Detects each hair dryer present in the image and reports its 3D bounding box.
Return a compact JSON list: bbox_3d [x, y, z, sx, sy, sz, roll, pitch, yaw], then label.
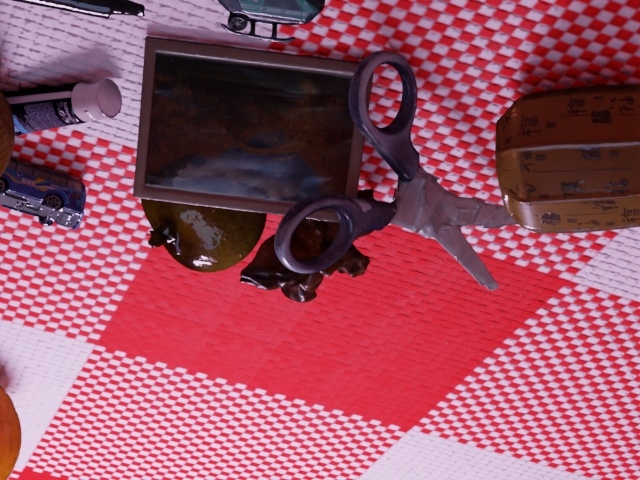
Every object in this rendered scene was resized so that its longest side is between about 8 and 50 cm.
[{"bbox_3d":[-0.300,-0.269,1.604,0.256,0.070,0.128,7,147,-14],"label":"hair dryer"}]

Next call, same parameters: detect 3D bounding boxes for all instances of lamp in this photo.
[{"bbox_3d":[0.283,-0.087,1.682,0.185,0.161,0.161,-5,145,17],"label":"lamp"}]

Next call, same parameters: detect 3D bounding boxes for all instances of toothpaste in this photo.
[{"bbox_3d":[-0.319,-0.151,1.798,0.194,0.045,0.071,-6,137,30],"label":"toothpaste"}]

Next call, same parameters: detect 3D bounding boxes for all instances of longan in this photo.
[{"bbox_3d":[-0.141,-0.036,1.821,0.155,0.176,0.145,39,142,5],"label":"longan"}]

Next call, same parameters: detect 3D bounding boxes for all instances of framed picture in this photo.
[{"bbox_3d":[-0.076,-0.119,1.721,0.250,0.016,0.184,8,107,0],"label":"framed picture"}]

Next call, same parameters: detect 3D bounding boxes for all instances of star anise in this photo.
[{"bbox_3d":[-0.003,0.001,1.835,0.111,0.212,0.196,27,156,16],"label":"star anise"}]

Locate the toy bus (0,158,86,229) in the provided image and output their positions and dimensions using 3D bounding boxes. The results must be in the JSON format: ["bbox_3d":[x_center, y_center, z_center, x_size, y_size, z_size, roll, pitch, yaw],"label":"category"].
[{"bbox_3d":[-0.359,-0.062,1.920,0.153,0.061,0.051,17,147,-13],"label":"toy bus"}]

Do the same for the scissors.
[{"bbox_3d":[0.114,-0.035,1.786,0.029,0.256,0.383,27,179,43],"label":"scissors"}]

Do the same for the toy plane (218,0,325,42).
[{"bbox_3d":[-0.085,-0.258,1.571,0.235,0.060,0.096,9,139,-9],"label":"toy plane"}]

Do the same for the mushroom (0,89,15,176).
[{"bbox_3d":[-0.468,-0.132,1.760,0.253,0.153,0.253,7,138,6],"label":"mushroom"}]

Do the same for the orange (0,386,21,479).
[{"bbox_3d":[-0.567,0.299,2.369,0.240,0.240,0.240,5,147,3],"label":"orange"}]
